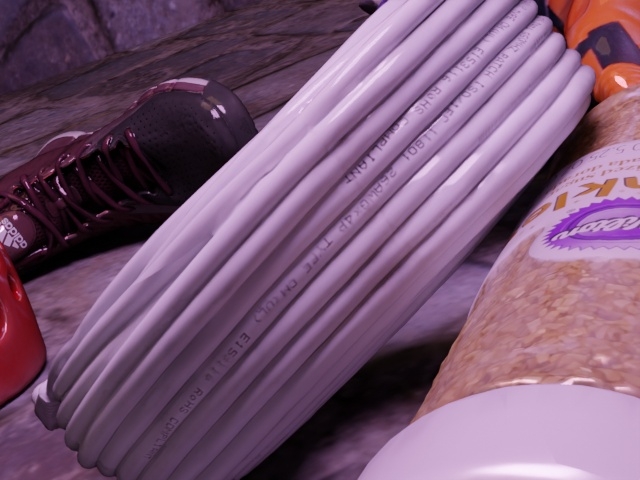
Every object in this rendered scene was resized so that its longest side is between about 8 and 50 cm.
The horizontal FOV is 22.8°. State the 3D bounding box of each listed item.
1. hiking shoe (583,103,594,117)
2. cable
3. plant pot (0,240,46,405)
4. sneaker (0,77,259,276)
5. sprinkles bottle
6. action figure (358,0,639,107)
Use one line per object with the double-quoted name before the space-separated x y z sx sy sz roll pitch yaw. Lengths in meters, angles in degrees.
"hiking shoe" 0.154 -0.103 1.072 0.132 0.113 0.304 -5 4 -43
"cable" 0.000 0.000 0.634 0.257 0.089 0.257 -46 0 -12
"plant pot" -0.276 0.025 0.932 0.191 0.174 0.191 -16 12 4
"sneaker" -0.171 -0.024 1.160 0.162 0.106 0.281 -36 12 -38
"sprinkles bottle" 0.099 0.047 0.501 0.121 0.121 0.355 -12 15 22
"action figure" 0.133 -0.081 0.876 0.330 0.178 0.341 21 83 51
